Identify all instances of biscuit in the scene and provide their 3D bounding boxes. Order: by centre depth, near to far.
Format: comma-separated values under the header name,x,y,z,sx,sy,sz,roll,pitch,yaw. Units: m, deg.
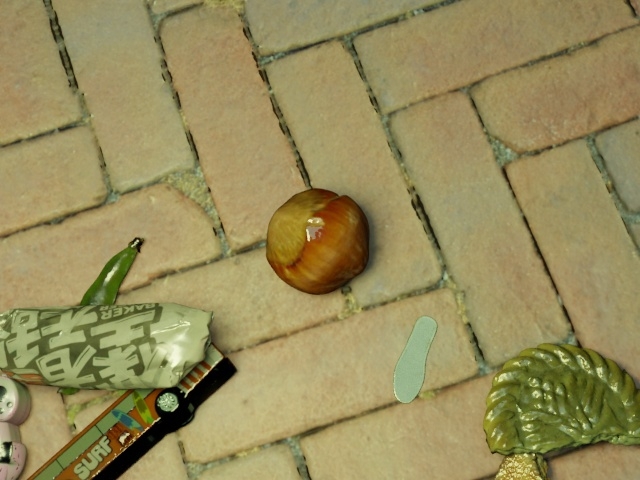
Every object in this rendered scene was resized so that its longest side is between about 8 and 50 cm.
name,x,y,z,sx,sy,sz,roll,pitch,yaw
biscuit,0.387,0.247,1.526,0.273,0.036,0.187,-6,59,-4

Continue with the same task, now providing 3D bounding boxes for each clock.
name,x,y,z,sx,sy,sz,roll,pitch,yaw
clock,-0.587,0.345,1.540,0.227,0.090,0.248,-3,74,2

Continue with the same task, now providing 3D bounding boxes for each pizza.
name,x,y,z,sx,sy,sz,roll,pitch,yaw
pizza,0.318,0.399,1.494,0.185,0.052,0.195,-2,65,20

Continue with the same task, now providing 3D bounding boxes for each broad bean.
name,x,y,z,sx,sy,sz,roll,pitch,yaw
broad bean,-0.382,0.121,1.621,0.060,0.043,0.298,20,74,0

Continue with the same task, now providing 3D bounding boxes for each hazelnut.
name,x,y,z,sx,sy,sz,roll,pitch,yaw
hazelnut,0.000,0.000,1.576,0.182,0.182,0.182,-1,73,3

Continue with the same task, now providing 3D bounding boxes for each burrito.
name,x,y,z,sx,sy,sz,roll,pitch,yaw
burrito,-0.386,0.169,1.525,0.445,0.101,0.139,-1,71,12

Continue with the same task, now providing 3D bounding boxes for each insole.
name,x,y,z,sx,sy,sz,roll,pitch,yaw
insole,0.158,0.197,1.589,0.053,0.002,0.153,21,75,9

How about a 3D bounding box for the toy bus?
name,x,y,z,sx,sy,sz,roll,pitch,yaw
toy bus,-0.313,0.314,1.533,0.409,0.093,0.092,-41,67,-11
